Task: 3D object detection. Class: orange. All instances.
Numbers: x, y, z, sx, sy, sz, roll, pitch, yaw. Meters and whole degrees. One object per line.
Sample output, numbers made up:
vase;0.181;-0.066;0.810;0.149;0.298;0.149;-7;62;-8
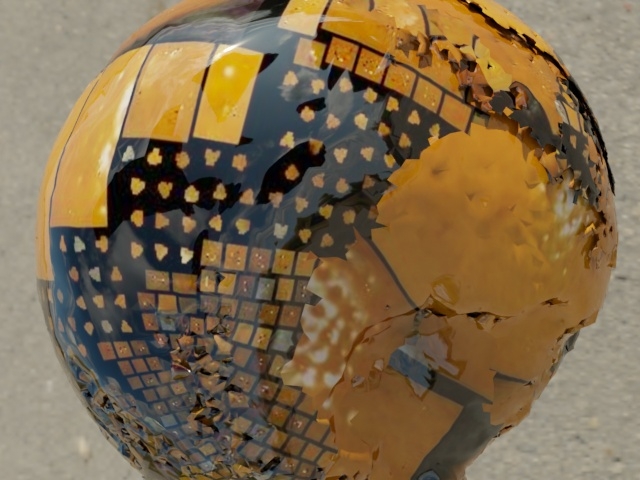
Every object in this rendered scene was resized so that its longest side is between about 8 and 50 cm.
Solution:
orange;0.000;0.000;0.543;0.234;0.234;0.182;-65;32;20
